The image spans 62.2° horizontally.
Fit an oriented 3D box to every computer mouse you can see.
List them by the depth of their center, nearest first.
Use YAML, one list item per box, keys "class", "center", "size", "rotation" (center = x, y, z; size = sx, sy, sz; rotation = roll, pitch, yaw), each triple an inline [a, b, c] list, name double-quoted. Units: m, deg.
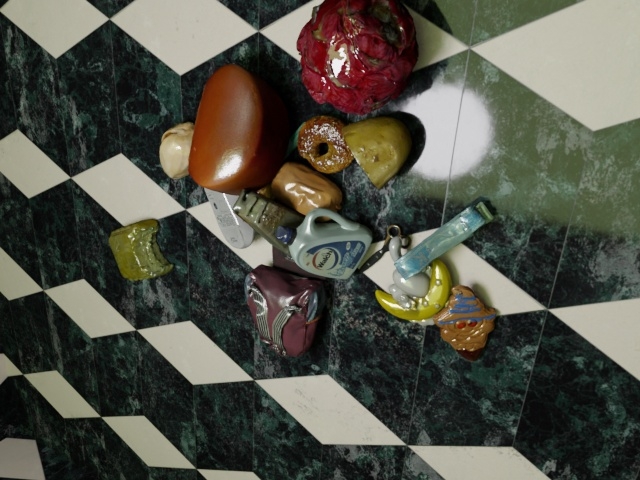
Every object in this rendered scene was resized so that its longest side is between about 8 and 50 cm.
- class: "computer mouse"
  center: [-0.301, -0.121, 1.855]
  size: [0.184, 0.121, 0.297]
  rotation: [-12, 105, 54]

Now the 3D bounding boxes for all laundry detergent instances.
- class: "laundry detergent"
  center: [0.000, 0.000, 1.643]
  size: [0.280, 0.105, 0.215]
  rotation: [22, 116, -23]

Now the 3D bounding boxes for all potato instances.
- class: "potato"
  center: [0.176, -0.274, 1.499]
  size: [0.158, 0.178, 0.204]
  rotation: [-35, 74, 19]

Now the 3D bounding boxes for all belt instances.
- class: "belt"
  center: [0.342, 0.003, 1.488]
  size: [0.302, 0.087, 0.072]
  rotation: [-37, 82, 12]

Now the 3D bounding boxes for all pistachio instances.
- class: "pistachio"
  center: [-0.495, -0.318, 1.893]
  size: [0.157, 0.157, 0.229]
  rotation: [47, 137, 7]

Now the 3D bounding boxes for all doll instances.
- class: "doll"
  center: [0.286, 0.136, 1.612]
  size: [0.252, 0.111, 0.237]
  rotation: [29, 121, 11]

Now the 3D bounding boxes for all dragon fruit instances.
- class: "dragon fruit"
  center: [0.099, -0.488, 1.370]
  size: [0.329, 0.329, 0.329]
  rotation: [11, 114, 27]

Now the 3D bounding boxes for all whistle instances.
- class: "whistle"
  center: [-0.087, -0.317, 1.707]
  size: [0.039, 0.039, 0.186]
  rotation: [51, 125, 5]

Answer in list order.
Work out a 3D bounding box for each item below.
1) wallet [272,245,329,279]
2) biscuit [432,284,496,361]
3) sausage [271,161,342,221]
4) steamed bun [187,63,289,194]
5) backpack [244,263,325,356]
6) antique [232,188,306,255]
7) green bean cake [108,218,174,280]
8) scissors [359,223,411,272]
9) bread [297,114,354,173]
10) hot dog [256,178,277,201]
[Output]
- class: "wallet"
  center: [-0.072, 0.035, 1.826]
  size: [0.229, 0.049, 0.182]
  rotation: [11, 117, 29]
- class: "biscuit"
  center: [0.431, 0.253, 1.575]
  size: [0.183, 0.043, 0.280]
  rotation: [-11, 114, 9]
- class: "sausage"
  center: [-0.042, -0.153, 1.687]
  size: [0.241, 0.120, 0.136]
  rotation: [33, 111, 8]
- class: "steamed bun"
  center: [-0.234, -0.323, 1.624]
  size: [0.248, 0.235, 0.380]
  rotation: [14, 89, 24]
- class: "backpack"
  center: [-0.132, 0.263, 1.856]
  size: [0.283, 0.197, 0.317]
  rotation: [17, 117, 23]
- class: "antique"
  center: [-0.156, -0.070, 1.670]
  size: [0.125, 0.284, 0.150]
  rotation: [27, 86, 32]
- class: "green bean cake"
  center: [-0.738, 0.044, 2.178]
  size: [0.232, 0.124, 0.236]
  rotation: [-11, 102, 33]
- class: "scissors"
  center: [0.193, 0.038, 1.687]
  size: [0.088, 0.017, 0.220]
  rotation: [47, 125, 4]
- class: "bread"
  center: [0.018, -0.292, 1.622]
  size: [0.193, 0.064, 0.193]
  rotation: [9, 119, 17]
- class: "hot dog"
  center: [-0.190, -0.157, 1.794]
  size: [0.131, 0.069, 0.253]
  rotation: [37, 131, 53]
